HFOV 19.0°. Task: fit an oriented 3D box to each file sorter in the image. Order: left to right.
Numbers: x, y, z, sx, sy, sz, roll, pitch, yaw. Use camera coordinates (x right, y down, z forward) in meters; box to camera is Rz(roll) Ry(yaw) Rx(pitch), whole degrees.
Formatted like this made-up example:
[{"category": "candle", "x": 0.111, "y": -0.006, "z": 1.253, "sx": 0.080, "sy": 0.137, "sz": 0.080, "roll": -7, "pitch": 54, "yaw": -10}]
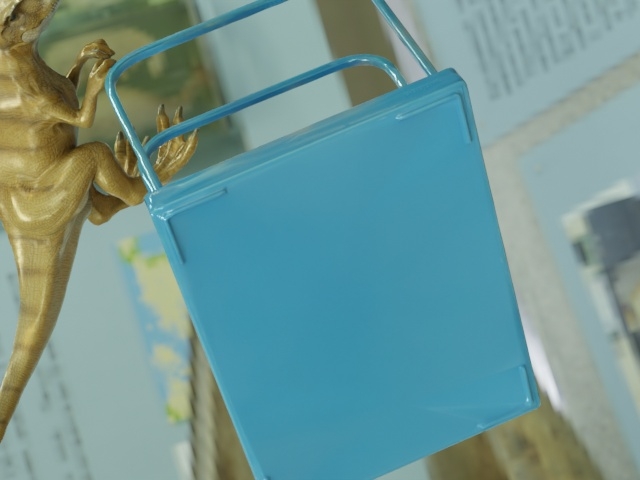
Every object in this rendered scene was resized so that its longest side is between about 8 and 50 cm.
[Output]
[{"category": "file sorter", "x": 0.000, "y": 0.000, "z": 0.745, "sx": 0.104, "sy": 0.118, "sz": 0.170, "roll": -119, "pitch": 8, "yaw": -49}]

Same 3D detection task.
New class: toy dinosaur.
[{"category": "toy dinosaur", "x": -0.115, "y": -0.017, "z": 0.819, "sx": 0.064, "sy": 0.112, "sz": 0.211, "roll": 24, "pitch": 121, "yaw": 47}]
